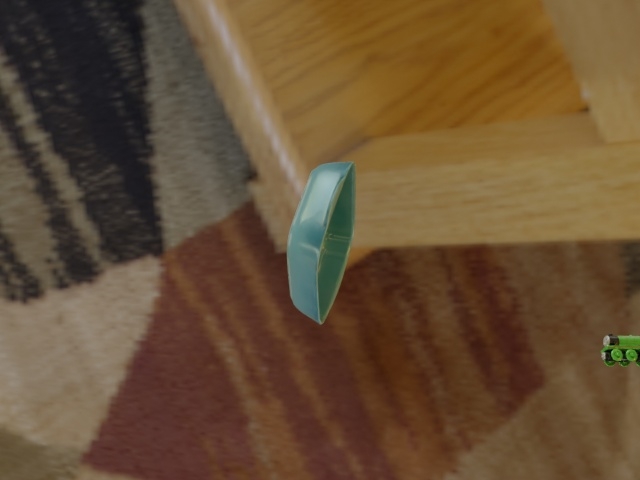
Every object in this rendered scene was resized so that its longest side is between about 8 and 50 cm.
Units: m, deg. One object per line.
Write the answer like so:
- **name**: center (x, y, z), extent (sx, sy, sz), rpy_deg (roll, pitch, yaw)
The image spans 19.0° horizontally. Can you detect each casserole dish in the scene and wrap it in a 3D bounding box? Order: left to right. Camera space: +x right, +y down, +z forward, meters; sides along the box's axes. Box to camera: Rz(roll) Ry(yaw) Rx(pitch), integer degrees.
- **casserole dish**: center (0.000, 0.000, 1.742), extent (0.037, 0.188, 0.114), rpy_deg (16, 64, 8)

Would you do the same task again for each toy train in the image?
- **toy train**: center (0.244, 0.080, 1.402), extent (0.083, 0.017, 0.023), rpy_deg (3, 66, -18)
